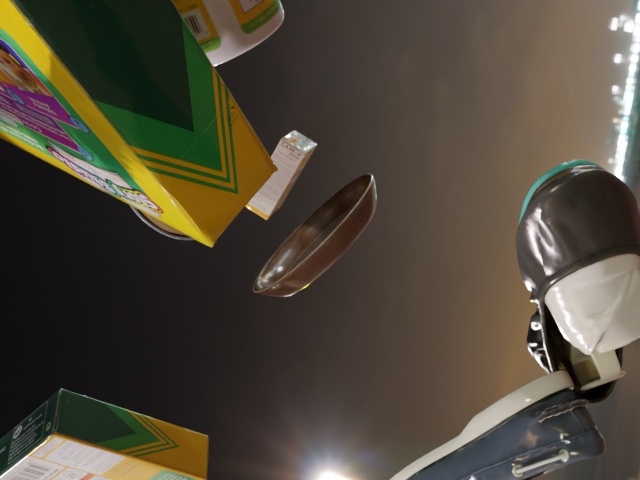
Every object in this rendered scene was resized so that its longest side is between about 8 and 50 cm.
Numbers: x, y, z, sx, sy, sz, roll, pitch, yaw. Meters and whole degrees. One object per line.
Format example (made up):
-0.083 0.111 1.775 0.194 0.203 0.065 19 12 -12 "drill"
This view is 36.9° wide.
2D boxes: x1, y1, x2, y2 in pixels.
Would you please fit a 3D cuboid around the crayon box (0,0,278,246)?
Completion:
-0.248 -0.173 0.808 0.106 0.363 0.313 -53 -36 -16 "crayon box"

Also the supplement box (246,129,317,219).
-0.048 -0.080 1.164 0.098 0.036 0.062 -59 -3 22 "supplement box"

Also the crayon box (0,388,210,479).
-0.327 0.357 1.540 0.323 0.203 0.083 27 -137 -31 "crayon box"

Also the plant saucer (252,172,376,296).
0.000 0.000 0.970 0.168 0.029 0.168 -44 10 10 "plant saucer"

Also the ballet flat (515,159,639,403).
0.207 0.048 0.719 0.280 0.095 0.096 64 -175 -58 "ballet flat"

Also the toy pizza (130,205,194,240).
-0.221 -0.096 1.482 0.032 0.201 0.201 -33 21 43 "toy pizza"

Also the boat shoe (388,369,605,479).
0.134 0.202 0.798 0.095 0.079 0.254 0 -37 -45 "boat shoe"

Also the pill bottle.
-0.142 -0.304 0.942 0.245 0.136 0.136 66 -146 -28 "pill bottle"
